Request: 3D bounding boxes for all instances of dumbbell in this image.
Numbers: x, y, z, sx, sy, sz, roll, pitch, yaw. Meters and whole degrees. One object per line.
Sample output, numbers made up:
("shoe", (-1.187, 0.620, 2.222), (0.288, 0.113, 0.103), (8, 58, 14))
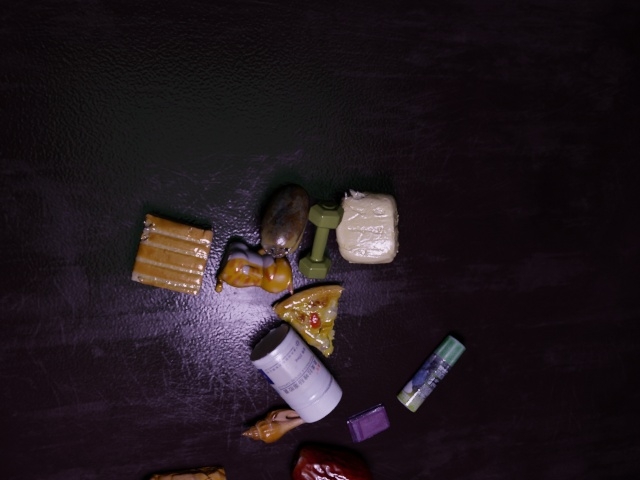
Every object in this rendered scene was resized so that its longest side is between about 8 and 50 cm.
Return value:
("dumbbell", (0.000, 0.000, 1.685), (0.108, 0.121, 0.301), (20, 125, 10))

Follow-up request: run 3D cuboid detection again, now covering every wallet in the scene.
("wallet", (0.194, 0.736, 1.916), (0.166, 0.030, 0.111), (-21, 100, -9))

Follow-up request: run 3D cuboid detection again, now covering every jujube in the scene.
("jujube", (0.046, 0.901, 1.813), (0.318, 0.223, 0.223), (23, 92, -3))

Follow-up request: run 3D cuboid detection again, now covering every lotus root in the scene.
("lotus root", (-0.123, -0.080, 1.649), (0.160, 0.152, 0.274), (8, 58, 15))

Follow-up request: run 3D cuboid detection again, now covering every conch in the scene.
("conch", (-0.142, 0.691, 1.819), (0.331, 0.093, 0.109), (-6, 81, -31))

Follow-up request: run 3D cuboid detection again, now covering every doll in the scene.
("doll", (-0.225, 0.101, 1.681), (0.270, 0.166, 0.162), (7, 121, -9))

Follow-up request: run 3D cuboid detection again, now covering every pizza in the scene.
("pizza", (-0.006, 0.310, 1.797), (0.280, 0.075, 0.287), (-25, 101, -7))

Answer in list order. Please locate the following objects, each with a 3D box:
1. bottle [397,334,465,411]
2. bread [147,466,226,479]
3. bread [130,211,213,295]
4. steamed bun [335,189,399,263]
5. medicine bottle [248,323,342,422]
("bottle", (0.446, 0.530, 1.912), (0.093, 0.093, 0.330), (41, 87, -14))
("bread", (-0.490, 0.927, 1.746), (0.295, 0.132, 0.166), (-1, 104, -13))
("bread", (-0.510, 0.042, 1.638), (0.246, 0.111, 0.239), (14, 91, -11))
("steamed bun", (0.171, -0.054, 1.744), (0.232, 0.166, 0.272), (-3, 96, 9))
("medicine bottle", (-0.085, 0.488, 1.744), (0.190, 0.190, 0.332), (-39, 103, -5))
